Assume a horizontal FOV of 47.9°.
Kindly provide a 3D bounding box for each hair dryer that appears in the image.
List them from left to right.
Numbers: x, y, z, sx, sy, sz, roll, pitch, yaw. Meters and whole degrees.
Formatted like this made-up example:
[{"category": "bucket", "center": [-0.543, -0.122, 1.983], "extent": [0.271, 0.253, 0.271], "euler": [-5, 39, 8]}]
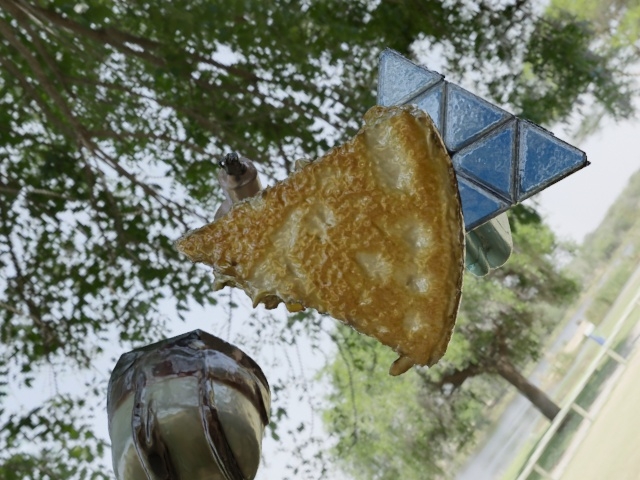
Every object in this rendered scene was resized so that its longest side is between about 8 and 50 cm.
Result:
[{"category": "hair dryer", "center": [-0.064, -0.024, 0.687], "extent": [0.064, 0.117, 0.182], "euler": [-36, -27, -10]}]

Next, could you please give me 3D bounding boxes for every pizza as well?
[{"category": "pizza", "center": [0.000, 0.000, 0.503], "extent": [0.062, 0.199, 0.188], "euler": [109, 160, -89]}]

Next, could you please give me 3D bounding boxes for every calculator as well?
[{"category": "calculator", "center": [0.178, -0.068, 0.884], "extent": [0.042, 0.184, 0.295], "euler": [-28, 31, 25]}]

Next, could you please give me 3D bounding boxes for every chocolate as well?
[{"category": "chocolate", "center": [-0.208, 0.304, 1.128], "extent": [0.283, 0.283, 0.186], "euler": [-56, 14, 12]}]

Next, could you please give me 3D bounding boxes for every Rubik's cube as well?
[{"category": "Rubik's cube", "center": [0.114, -0.031, 0.630], "extent": [0.211, 0.190, 0.178], "euler": [42, -102, -32]}]
